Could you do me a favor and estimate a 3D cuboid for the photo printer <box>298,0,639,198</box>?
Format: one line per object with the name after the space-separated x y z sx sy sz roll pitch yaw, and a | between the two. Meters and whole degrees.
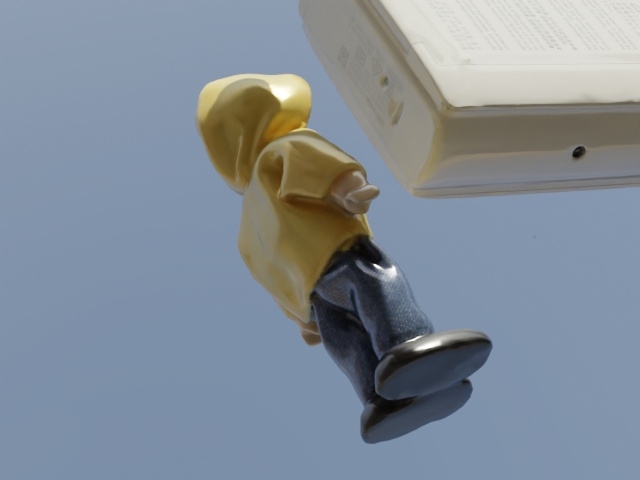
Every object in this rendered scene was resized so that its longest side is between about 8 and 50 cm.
0.166 -0.148 1.144 0.256 0.308 0.107 60 -37 39 | photo printer

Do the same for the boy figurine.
0.000 0.000 0.940 0.092 0.177 0.285 -16 -126 -22 | boy figurine
